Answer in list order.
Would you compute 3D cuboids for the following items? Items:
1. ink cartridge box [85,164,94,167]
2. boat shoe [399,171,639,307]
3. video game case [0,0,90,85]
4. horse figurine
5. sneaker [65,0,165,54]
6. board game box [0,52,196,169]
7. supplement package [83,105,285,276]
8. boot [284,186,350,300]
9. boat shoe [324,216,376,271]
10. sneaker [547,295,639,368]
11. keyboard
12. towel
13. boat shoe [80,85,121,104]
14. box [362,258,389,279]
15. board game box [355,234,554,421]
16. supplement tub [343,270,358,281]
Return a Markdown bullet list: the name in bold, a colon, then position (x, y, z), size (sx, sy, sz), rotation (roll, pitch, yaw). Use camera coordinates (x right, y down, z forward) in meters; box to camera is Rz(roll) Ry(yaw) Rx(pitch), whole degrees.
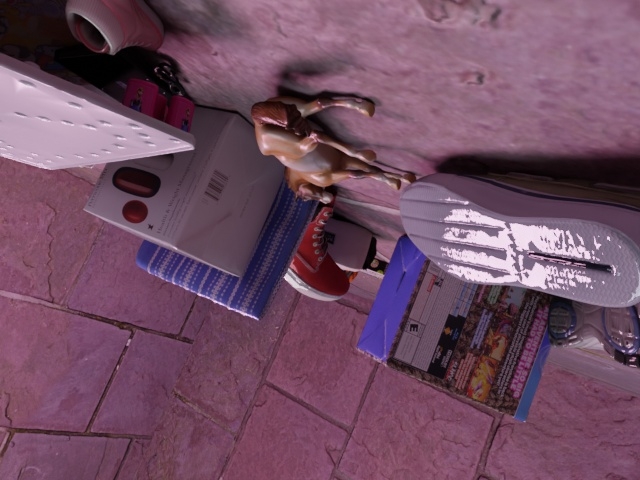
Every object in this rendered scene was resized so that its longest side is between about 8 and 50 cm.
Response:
- **ink cartridge box**: position (-0.482, -0.210, 1.028), size (0.198, 0.115, 0.067), rotation (15, 169, 39)
- **boat shoe**: position (0.193, -0.012, 0.516), size (0.302, 0.094, 0.109), rotation (23, 131, 58)
- **video game case**: position (-0.330, -0.213, 0.560), size (0.206, 0.026, 0.227), rotation (-6, 174, -4)
- **horse figurine**: position (-0.003, -0.101, 0.601), size (0.174, 0.066, 0.263), rotation (12, 171, 27)
- **sneaker**: position (-0.184, -0.191, 0.482), size (0.051, 0.070, 0.134), rotation (19, 173, 2)
- **board game box**: position (-0.383, -0.161, 0.527), size (0.390, 0.050, 0.390), rotation (2, 169, 43)
- **supplement package**: position (-0.191, -0.080, 0.788), size (0.203, 0.194, 0.149), rotation (17, 170, 33)
- **boot**: position (0.000, 0.000, 0.927), size (0.244, 0.088, 0.176), rotation (40, 127, -24)
- **boat shoe**: position (-0.065, -0.017, 1.092), size (0.340, 0.127, 0.158), rotation (25, 164, -23)
- **sneaker**: position (0.450, 0.121, 0.774), size (0.129, 0.111, 0.297), rotation (8, 177, -5)
- **keyboard**: position (-0.214, -0.191, 0.644), size (0.108, 0.023, 0.180), rotation (-1, 174, 11)
- **towel**: position (-0.161, -0.031, 0.870), size (0.336, 0.243, 0.040), rotation (15, 166, 40)
- **boat shoe**: position (-0.388, -0.232, 0.755), size (0.226, 0.076, 0.083), rotation (22, 172, 3)
- **box**: position (0.174, 0.084, 1.458), size (0.207, 0.036, 0.114), rotation (20, 172, 17)
- **board game box**: position (0.251, 0.150, 0.963), size (0.291, 0.232, 0.141), rotation (25, 173, -15)
- **supplement tub**: position (0.007, 0.036, 1.305), size (0.117, 0.117, 0.190), rotation (15, 170, 44)
